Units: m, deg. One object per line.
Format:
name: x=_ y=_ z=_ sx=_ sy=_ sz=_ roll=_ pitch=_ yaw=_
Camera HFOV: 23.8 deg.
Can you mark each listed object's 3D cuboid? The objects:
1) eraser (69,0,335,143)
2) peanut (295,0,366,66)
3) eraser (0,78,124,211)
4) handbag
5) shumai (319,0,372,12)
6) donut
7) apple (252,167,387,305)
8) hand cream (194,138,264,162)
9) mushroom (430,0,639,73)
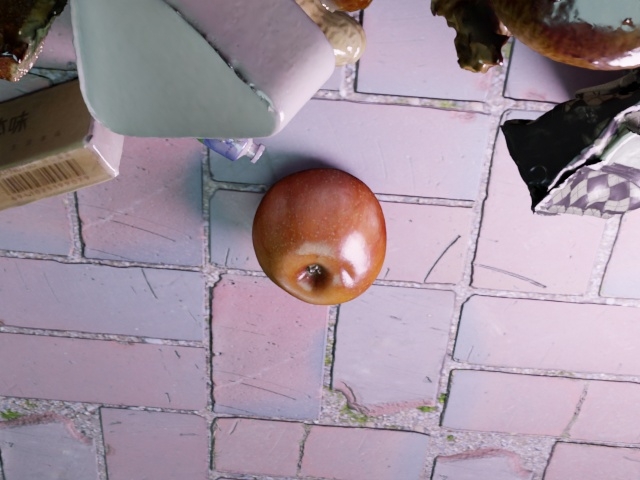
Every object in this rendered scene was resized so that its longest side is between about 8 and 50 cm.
eraser: x=-0.177 y=-0.277 z=1.827 sx=0.331 sy=0.150 sz=0.331 roll=25 pitch=145 yaw=19
peanut: x=-0.021 y=-0.276 z=1.914 sx=0.187 sy=0.082 sz=0.082 roll=33 pitch=132 yaw=-29
eraser: x=-0.433 y=-0.119 z=2.089 sx=0.343 sy=0.144 sz=0.078 roll=-15 pitch=138 yaw=20
handbag: x=0.455 y=-0.173 z=1.848 sx=0.416 sy=0.180 sz=0.316 roll=-26 pitch=166 yaw=30
shumai: x=0.061 y=-0.359 z=1.766 sx=0.161 sy=0.153 sz=0.209 roll=-17 pitch=139 yaw=33
donut: x=-0.435 y=-0.257 z=1.943 sx=0.144 sy=0.186 sz=0.126 roll=32 pitch=144 yaw=5
apple: x=0.000 y=0.000 z=2.173 sx=0.201 sy=0.162 sz=0.201 roll=3 pitch=141 yaw=2
hand cream: x=-0.144 y=-0.153 z=2.100 sx=0.142 sy=0.053 sz=0.084 roll=29 pitch=135 yaw=-12
mushroom: x=0.301 y=-0.314 z=1.646 sx=0.334 sy=0.331 sz=0.356 roll=-11 pitch=138 yaw=-3
